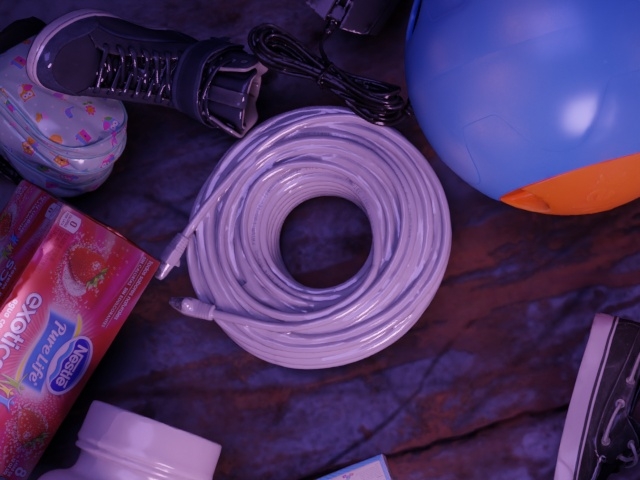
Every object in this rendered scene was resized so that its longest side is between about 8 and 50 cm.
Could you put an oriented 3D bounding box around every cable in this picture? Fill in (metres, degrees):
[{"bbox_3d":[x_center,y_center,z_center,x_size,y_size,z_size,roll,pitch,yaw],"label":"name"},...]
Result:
[{"bbox_3d":[0.000,0.000,1.604,0.257,0.089,0.257,26,82,16],"label":"cable"}]

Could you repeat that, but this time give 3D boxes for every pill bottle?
[{"bbox_3d":[-0.206,0.317,1.526,0.176,0.176,0.319,18,82,15],"label":"pill bottle"}]

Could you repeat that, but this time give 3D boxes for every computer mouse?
[{"bbox_3d":[0.066,-0.235,1.616,0.184,0.060,0.262,33,59,4],"label":"computer mouse"}]

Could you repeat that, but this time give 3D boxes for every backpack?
[{"bbox_3d":[-0.280,-0.128,1.664,0.152,0.115,0.182,-38,80,-31],"label":"backpack"}]

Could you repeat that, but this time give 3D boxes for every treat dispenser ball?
[{"bbox_3d":[0.219,-0.167,1.492,0.288,0.288,0.288,-3,77,11],"label":"treat dispenser ball"}]

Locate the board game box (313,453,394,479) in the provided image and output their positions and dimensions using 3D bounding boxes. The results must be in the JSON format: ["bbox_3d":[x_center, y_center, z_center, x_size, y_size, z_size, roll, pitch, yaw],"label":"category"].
[{"bbox_3d":[0.007,0.278,1.569,0.154,0.026,0.103,-22,74,6],"label":"board game box"}]

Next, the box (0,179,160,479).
[{"bbox_3d":[-0.287,0.086,1.598,0.257,0.122,0.128,-59,32,-4],"label":"box"}]

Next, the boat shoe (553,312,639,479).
[{"bbox_3d":[0.260,0.175,1.514,0.070,0.078,0.219,13,78,15],"label":"boat shoe"}]

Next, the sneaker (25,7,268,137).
[{"bbox_3d":[-0.153,-0.158,1.586,0.163,0.226,0.086,28,113,36],"label":"sneaker"}]
